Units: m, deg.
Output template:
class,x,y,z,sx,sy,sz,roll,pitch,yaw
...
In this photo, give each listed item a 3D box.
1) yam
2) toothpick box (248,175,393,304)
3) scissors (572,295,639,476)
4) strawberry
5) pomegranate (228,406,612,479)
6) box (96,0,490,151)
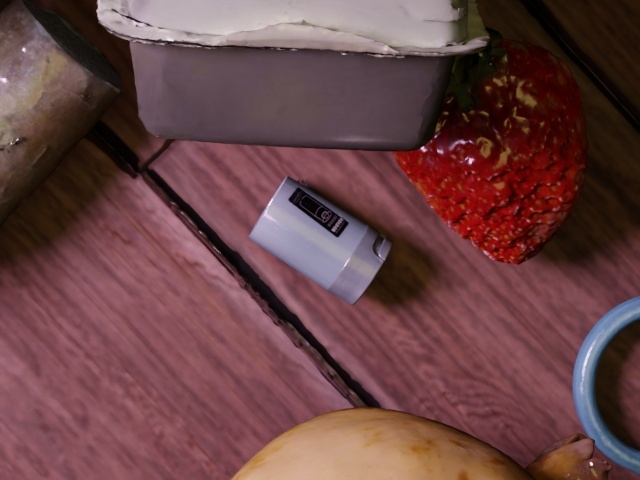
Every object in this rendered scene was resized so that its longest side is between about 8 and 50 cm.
class,x,y,z,sx,sy,sz,roll,pitch,yaw
yam,-0.244,-0.041,1.233,0.106,0.106,0.259,44,90,-4
toothpick box,0.000,0.000,1.274,0.083,0.052,0.052,32,91,-4
scissors,0.262,0.259,1.314,0.193,0.029,0.447,2,92,-3
strawberry,0.115,-0.066,1.248,0.131,0.131,0.148,-41,119,-1
pomegranate,0.061,0.253,1.171,0.342,0.342,0.342,0,93,-3
box,-0.020,-0.173,1.151,0.221,0.290,0.166,3,115,-4
